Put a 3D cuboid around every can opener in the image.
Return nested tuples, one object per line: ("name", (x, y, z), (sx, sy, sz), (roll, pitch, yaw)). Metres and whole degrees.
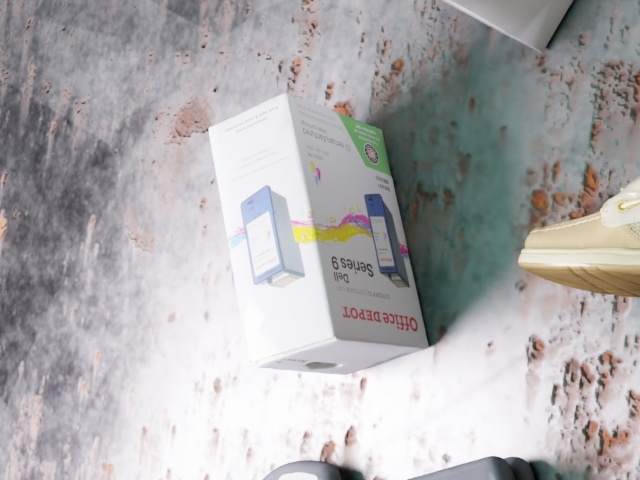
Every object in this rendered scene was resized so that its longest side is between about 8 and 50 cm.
("can opener", (0.043, 0.219, 0.932), (0.280, 0.074, 0.093), (-19, 71, 33))

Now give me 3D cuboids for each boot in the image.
("boot", (0.263, -0.069, 0.802), (0.262, 0.095, 0.203), (-11, 69, 48))

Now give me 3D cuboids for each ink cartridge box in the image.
("ink cartridge box", (0.000, 0.000, 0.946), (0.093, 0.154, 0.212), (-19, 71, 31))

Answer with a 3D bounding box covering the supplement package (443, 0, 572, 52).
("supplement package", (0.143, -0.311, 0.855), (0.145, 0.204, 0.262), (40, 107, 34))
